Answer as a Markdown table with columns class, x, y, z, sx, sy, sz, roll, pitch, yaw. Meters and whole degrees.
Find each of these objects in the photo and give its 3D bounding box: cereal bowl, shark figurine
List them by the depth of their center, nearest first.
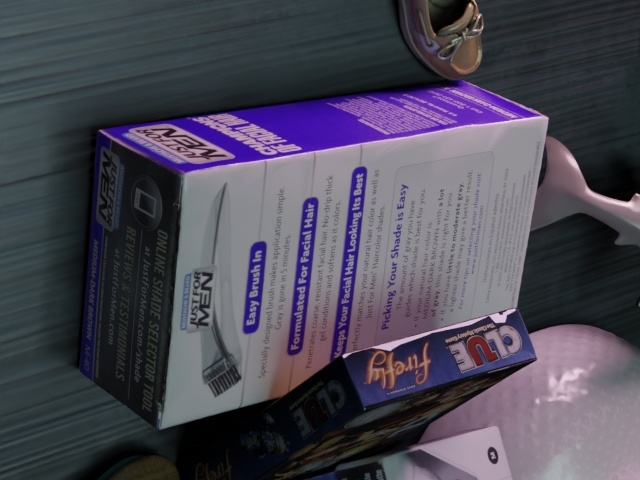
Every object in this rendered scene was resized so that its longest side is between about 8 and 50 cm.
| class | x | y | z | sx | sy | sz | roll | pitch | yaw |
| --- | --- | --- | --- | --- | --- | --- | --- | --- | --- |
| shark figurine | 0.285 | 0.009 | 1.537 | 0.278 | 0.166 | 0.116 | 5 | 116 | -42 |
| cereal bowl | 0.222 | 0.252 | 1.603 | 0.339 | 0.141 | 0.339 | -20 | 122 | -35 |

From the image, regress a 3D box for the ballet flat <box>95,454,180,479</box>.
| class | x | y | z | sx | sy | sz | roll | pitch | yaw |
| --- | --- | --- | --- | --- | --- | --- | --- | --- | --- |
| ballet flat | -0.185 | 0.308 | 1.270 | 0.342 | 0.124 | 0.116 | -49 | 134 | -14 |

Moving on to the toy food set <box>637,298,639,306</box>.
| class | x | y | z | sx | sy | sz | roll | pitch | yaw |
| --- | --- | --- | --- | --- | --- | --- | --- | --- | --- |
| toy food set | 0.340 | 0.017 | 1.683 | 0.078 | 0.019 | 0.122 | 28 | 90 | -46 |

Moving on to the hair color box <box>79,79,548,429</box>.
| class | x | y | z | sx | sy | sz | roll | pitch | yaw |
| --- | --- | --- | --- | --- | --- | --- | --- | --- | --- |
| hair color box | 0.000 | 0.000 | 1.307 | 0.339 | 0.110 | 0.185 | -12 | 118 | -40 |

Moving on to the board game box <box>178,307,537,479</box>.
| class | x | y | z | sx | sy | sz | roll | pitch | yaw |
| --- | --- | --- | --- | --- | --- | --- | --- | --- | --- |
| board game box | 0.022 | 0.128 | 1.317 | 0.165 | 0.243 | 0.042 | -13 | 73 | -38 |

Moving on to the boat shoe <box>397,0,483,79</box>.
| class | x | y | z | sx | sy | sz | roll | pitch | yaw |
| --- | --- | --- | --- | --- | --- | --- | --- | --- | --- |
| boat shoe | 0.089 | -0.176 | 1.345 | 0.056 | 0.048 | 0.153 | -41 | 131 | -20 |

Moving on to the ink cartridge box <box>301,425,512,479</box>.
| class | x | y | z | sx | sy | sz | roll | pitch | yaw |
| --- | --- | --- | --- | --- | --- | --- | --- | --- | --- |
| ink cartridge box | 0.087 | 0.265 | 1.382 | 0.224 | 0.045 | 0.223 | -9 | 83 | -50 |
